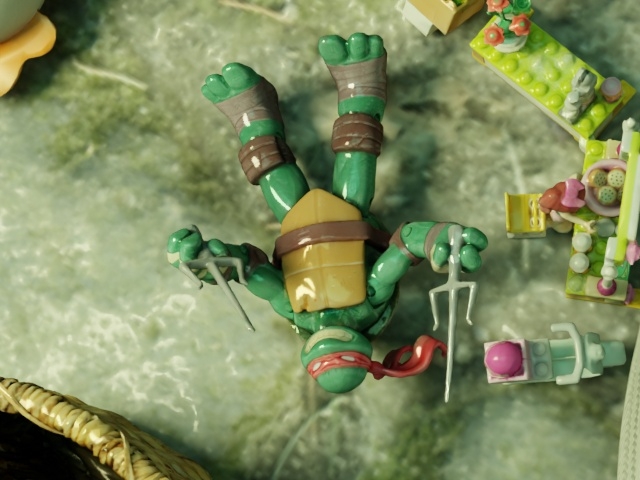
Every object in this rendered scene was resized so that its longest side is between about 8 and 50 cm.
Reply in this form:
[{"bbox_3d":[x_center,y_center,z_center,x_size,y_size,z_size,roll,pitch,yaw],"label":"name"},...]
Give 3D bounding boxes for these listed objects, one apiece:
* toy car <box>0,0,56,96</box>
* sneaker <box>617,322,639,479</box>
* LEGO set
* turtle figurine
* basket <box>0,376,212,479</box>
[{"bbox_3d":[-0.209,-0.208,0.849,0.210,0.219,0.238,-6,109,9],"label":"toy car"},{"bbox_3d":[0.249,0.057,0.686,0.169,0.108,0.292,18,54,5],"label":"sneaker"},{"bbox_3d":[0.129,-0.063,0.778,0.132,0.107,0.287,-14,79,8],"label":"LEGO set"},{"bbox_3d":[0.000,0.000,0.789,0.175,0.118,0.234,-7,65,-3],"label":"turtle figurine"},{"bbox_3d":[-0.151,0.203,0.690,0.213,0.223,0.299,-48,59,5],"label":"basket"}]
